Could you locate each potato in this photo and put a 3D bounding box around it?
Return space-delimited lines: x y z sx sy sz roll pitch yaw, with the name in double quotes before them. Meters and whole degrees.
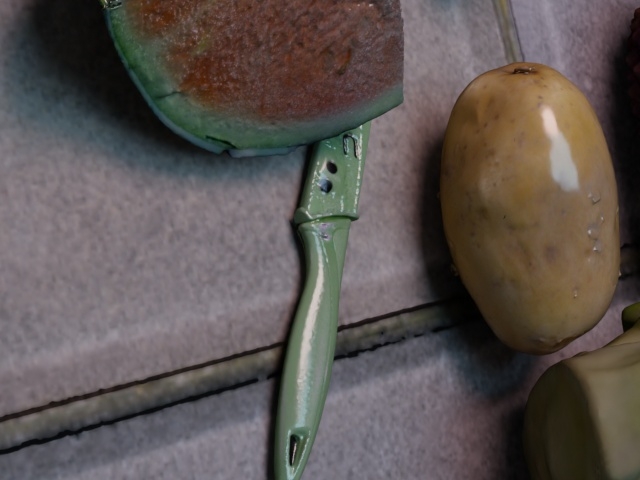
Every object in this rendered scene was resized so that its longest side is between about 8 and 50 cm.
"potato" 0.127 -0.017 1.002 0.109 0.118 0.178 -13 100 -12

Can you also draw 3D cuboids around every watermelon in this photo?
"watermelon" -0.038 -0.116 0.887 0.231 0.128 0.146 -21 122 -32

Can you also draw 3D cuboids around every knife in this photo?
"knife" 0.001 0.000 0.938 0.043 0.020 0.293 29 60 -34

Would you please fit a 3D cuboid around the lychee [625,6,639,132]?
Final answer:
"lychee" 0.324 -0.092 1.134 0.271 0.271 0.271 13 71 -42

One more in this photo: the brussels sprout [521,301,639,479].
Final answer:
"brussels sprout" 0.288 0.124 1.000 0.328 0.328 0.247 14 49 -41
